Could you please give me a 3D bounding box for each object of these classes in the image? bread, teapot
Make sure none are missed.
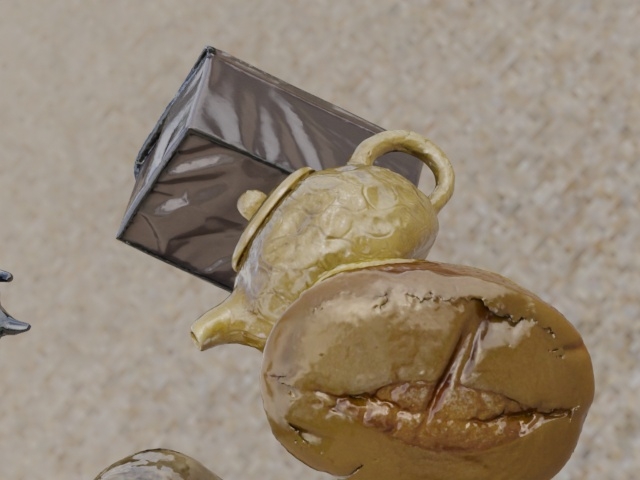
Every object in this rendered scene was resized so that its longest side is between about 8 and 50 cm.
[{"bbox_3d":[0.086,0.111,1.576,0.143,0.269,0.195,-85,6,-77],"label":"bread"},{"bbox_3d":[0.000,0.000,1.760,0.311,0.167,0.203,-47,-11,-26],"label":"teapot"}]

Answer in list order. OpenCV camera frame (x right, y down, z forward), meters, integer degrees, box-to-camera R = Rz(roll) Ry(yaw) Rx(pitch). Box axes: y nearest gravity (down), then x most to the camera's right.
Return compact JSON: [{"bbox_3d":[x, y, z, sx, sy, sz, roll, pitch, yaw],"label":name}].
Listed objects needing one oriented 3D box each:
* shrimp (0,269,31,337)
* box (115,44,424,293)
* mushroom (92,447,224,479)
[{"bbox_3d":[-0.224,0.052,0.789,0.317,0.062,0.164,-3,58,52],"label":"shrimp"},{"bbox_3d":[-0.050,-0.046,1.930,0.188,0.252,0.153,-53,15,37],"label":"box"},{"bbox_3d":[-0.175,0.439,2.135,0.397,0.224,0.314,-79,-11,-76],"label":"mushroom"}]
